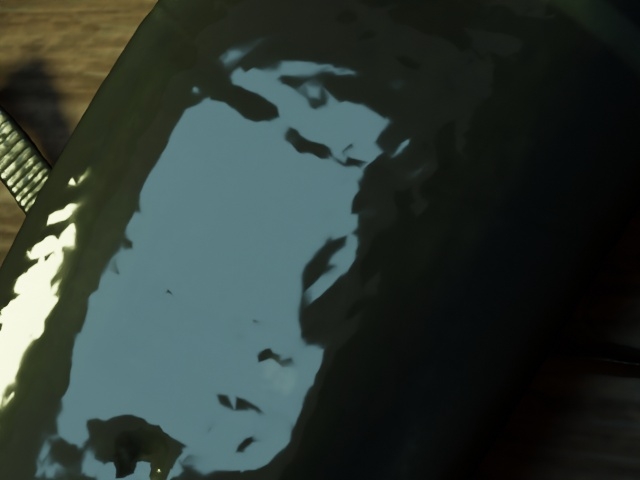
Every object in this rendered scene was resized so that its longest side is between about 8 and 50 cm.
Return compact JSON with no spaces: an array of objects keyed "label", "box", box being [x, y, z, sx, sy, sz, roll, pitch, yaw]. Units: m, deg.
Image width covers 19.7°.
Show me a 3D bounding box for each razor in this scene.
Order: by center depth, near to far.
[{"label":"razor","box":[0.000,-0.001,0.687,0.204,0.113,0.349,26,78,18]}]

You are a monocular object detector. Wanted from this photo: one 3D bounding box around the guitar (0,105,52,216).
[{"label":"guitar","box":[-0.126,-0.021,0.839,0.084,0.038,0.271,-43,53,2]}]
